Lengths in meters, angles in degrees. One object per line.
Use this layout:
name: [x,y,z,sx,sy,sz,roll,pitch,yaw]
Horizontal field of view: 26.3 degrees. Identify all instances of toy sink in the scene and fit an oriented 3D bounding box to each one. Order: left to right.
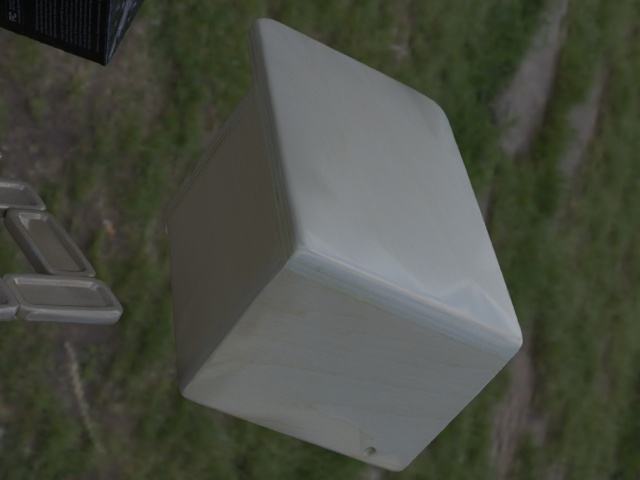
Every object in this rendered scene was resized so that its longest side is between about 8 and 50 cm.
toy sink: [0.000,0.000,0.829,0.131,0.152,0.234,-51,-149,29]

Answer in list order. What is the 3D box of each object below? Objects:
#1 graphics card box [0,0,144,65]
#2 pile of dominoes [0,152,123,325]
graphics card box: [-0.269,-0.260,0.779,0.233,0.371,0.094,106,6,-55]
pile of dominoes: [-0.243,-0.014,0.645,0.251,0.196,0.040,6,121,-43]
